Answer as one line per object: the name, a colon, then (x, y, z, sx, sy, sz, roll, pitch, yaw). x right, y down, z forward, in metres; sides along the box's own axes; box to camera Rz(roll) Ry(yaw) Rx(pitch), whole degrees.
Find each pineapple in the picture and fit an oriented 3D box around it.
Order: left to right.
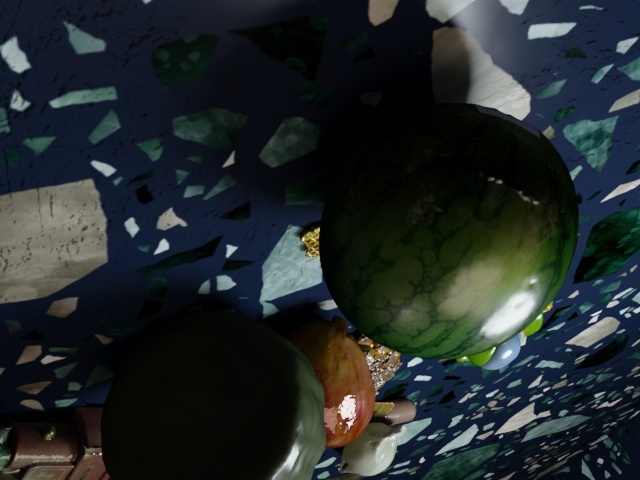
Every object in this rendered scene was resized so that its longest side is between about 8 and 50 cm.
pineapple: (0.100, 0.279, 1.557, 0.225, 0.076, 0.225, -25, 146, -19)

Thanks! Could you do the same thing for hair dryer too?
hair dryer: (0.171, 0.487, 1.947, 0.117, 0.064, 0.181, -2, 149, -29)

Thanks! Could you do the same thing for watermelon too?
watermelon: (0.169, -0.009, 0.975, 0.363, 0.363, 0.363, -17, 147, -11)

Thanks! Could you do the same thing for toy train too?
toy train: (-0.524, 0.404, 1.306, 0.304, 0.150, 0.221, 13, 122, -42)

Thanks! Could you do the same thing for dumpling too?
dumpling: (0.136, 0.523, 1.828, 0.229, 0.124, 0.151, -39, 171, 38)

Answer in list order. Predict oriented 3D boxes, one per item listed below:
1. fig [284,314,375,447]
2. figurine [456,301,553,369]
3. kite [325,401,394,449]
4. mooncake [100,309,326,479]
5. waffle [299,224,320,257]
fig: (-0.005, 0.273, 1.379, 0.224, 0.224, 0.263, -21, 126, -5)
figurine: (0.413, 0.196, 1.619, 0.263, 0.143, 0.162, -24, 160, -34)
kite: (0.009, 0.468, 1.813, 0.377, 0.013, 0.327, -22, 142, 14)
mooncake: (-0.167, 0.301, 1.182, 0.356, 0.356, 0.194, -26, 150, 2)
waffle: (0.002, 0.000, 1.167, 0.078, 0.016, 0.085, -14, 147, -14)
